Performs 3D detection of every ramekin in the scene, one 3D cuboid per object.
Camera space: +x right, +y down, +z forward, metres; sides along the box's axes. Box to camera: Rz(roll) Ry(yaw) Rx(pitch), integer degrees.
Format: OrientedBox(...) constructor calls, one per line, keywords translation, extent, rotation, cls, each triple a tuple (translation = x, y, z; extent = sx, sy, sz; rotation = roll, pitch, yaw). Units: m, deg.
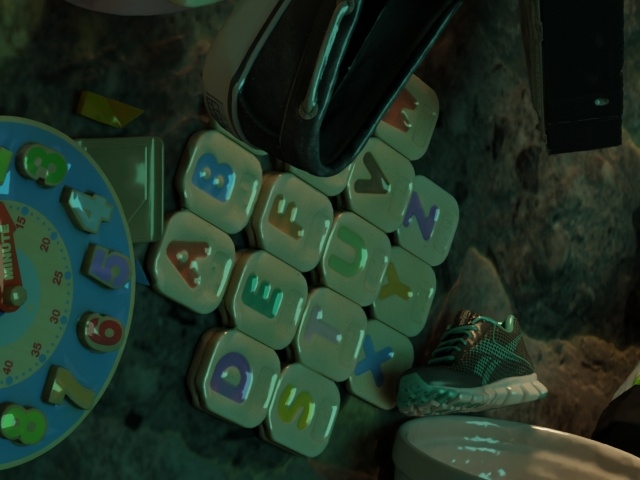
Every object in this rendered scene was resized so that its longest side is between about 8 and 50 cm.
OrientedBox(translation=(0.145, 0.206, 1.424), extent=(0.207, 0.207, 0.109), rotation=(1, 102, -48), cls="ramekin")

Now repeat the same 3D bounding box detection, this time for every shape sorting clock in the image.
OrientedBox(translation=(-0.185, 0.031, 1.143), extent=(0.206, 0.040, 0.206), rotation=(-5, 97, -42), cls="shape sorting clock")

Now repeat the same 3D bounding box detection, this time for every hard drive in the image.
OrientedBox(translation=(0.153, -0.241, 1.307), extent=(0.339, 0.064, 0.237), rotation=(74, 10, -61), cls="hard drive")

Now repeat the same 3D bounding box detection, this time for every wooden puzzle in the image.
OrientedBox(translation=(-0.128, -0.032, 1.228), extent=(0.078, 0.014, 0.116), rotation=(5, 91, -44), cls="wooden puzzle")

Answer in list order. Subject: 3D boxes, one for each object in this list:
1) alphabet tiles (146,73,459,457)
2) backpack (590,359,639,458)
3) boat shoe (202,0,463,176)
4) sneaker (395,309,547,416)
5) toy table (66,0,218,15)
OrientedBox(translation=(0.000, 0.000, 1.367), extent=(0.278, 0.021, 0.284), rotation=(32, 72, -45), cls="alphabet tiles")
OrientedBox(translation=(0.409, 0.107, 1.660), extent=(0.290, 0.273, 0.355), rotation=(34, 74, -4), cls="backpack")
OrientedBox(translation=(0.055, -0.170, 1.063), extent=(0.301, 0.102, 0.108), rotation=(-56, 141, -4), cls="boat shoe")
OrientedBox(translation=(0.104, 0.089, 1.472), extent=(0.166, 0.065, 0.076), rotation=(2, 75, -57), cls="sneaker")
OrientedBox(translation=(-0.032, -0.198, 1.162), extent=(0.274, 0.161, 0.252), rotation=(-32, 134, -28), cls="toy table")
